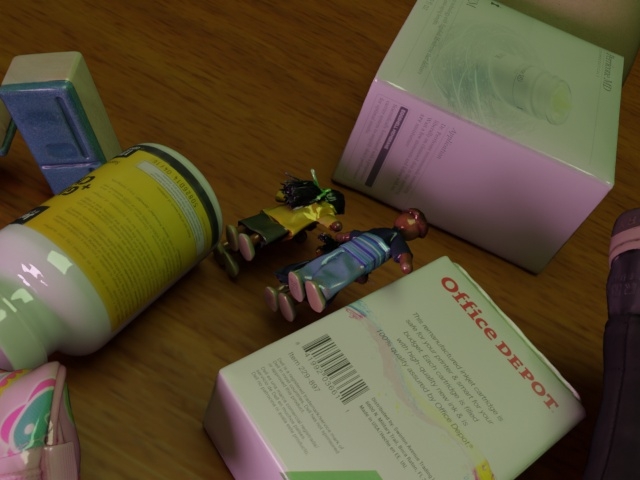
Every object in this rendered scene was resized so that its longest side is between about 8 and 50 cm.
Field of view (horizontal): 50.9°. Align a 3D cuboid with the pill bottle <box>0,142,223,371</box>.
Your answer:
[{"bbox_3d":[-0.162,0.015,0.472,0.103,0.103,0.184,35,49,11],"label":"pill bottle"}]

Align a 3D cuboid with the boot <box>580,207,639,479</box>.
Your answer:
[{"bbox_3d":[0.296,0.186,0.455,0.377,0.138,0.284,40,64,-24],"label":"boot"}]

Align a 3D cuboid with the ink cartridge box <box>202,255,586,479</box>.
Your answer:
[{"bbox_3d":[0.051,0.122,0.464,0.213,0.093,0.154,-24,64,-32],"label":"ink cartridge box"}]

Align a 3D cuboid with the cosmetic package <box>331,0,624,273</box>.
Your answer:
[{"bbox_3d":[0.165,-0.124,0.678,0.225,0.138,0.224,25,48,1],"label":"cosmetic package"}]

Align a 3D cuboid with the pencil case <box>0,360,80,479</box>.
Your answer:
[{"bbox_3d":[-0.268,0.128,0.329,0.284,0.124,0.124,-1,52,-20],"label":"pencil case"}]

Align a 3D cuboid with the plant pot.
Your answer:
[{"bbox_3d":[0.289,-0.313,0.840,0.284,0.190,0.284,10,49,-11],"label":"plant pot"}]

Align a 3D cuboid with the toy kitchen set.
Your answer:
[{"bbox_3d":[-0.272,-0.033,0.492,0.207,0.122,0.166,-3,51,4],"label":"toy kitchen set"}]

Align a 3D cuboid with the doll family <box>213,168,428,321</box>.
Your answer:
[{"bbox_3d":[0.000,0.000,0.520,0.111,0.076,0.193,-25,41,-28],"label":"doll family"}]
